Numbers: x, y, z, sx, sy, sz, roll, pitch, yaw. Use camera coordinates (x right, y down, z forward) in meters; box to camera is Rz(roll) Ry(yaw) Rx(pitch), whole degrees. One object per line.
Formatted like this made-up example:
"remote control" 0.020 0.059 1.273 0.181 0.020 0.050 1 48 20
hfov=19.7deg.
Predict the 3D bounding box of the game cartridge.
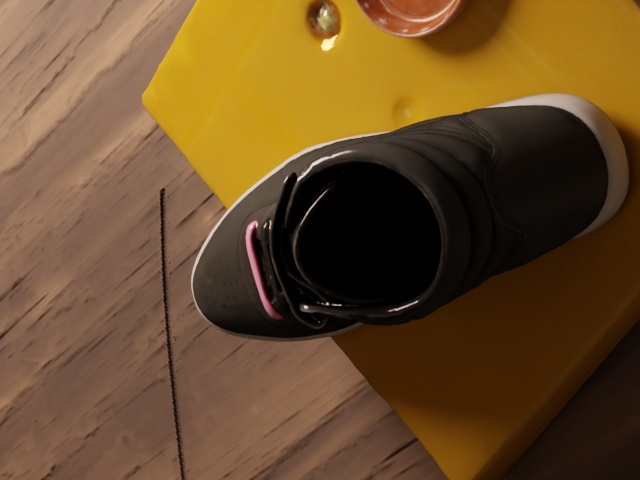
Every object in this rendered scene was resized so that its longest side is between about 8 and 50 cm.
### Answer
"game cartridge" 0.062 -0.070 1.011 0.324 0.052 0.285 50 127 20

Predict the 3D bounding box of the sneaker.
"sneaker" 0.000 0.000 0.949 0.295 0.147 0.104 -19 89 43

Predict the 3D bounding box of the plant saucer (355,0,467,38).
"plant saucer" 0.048 -0.148 0.964 0.083 0.013 0.083 11 107 39
